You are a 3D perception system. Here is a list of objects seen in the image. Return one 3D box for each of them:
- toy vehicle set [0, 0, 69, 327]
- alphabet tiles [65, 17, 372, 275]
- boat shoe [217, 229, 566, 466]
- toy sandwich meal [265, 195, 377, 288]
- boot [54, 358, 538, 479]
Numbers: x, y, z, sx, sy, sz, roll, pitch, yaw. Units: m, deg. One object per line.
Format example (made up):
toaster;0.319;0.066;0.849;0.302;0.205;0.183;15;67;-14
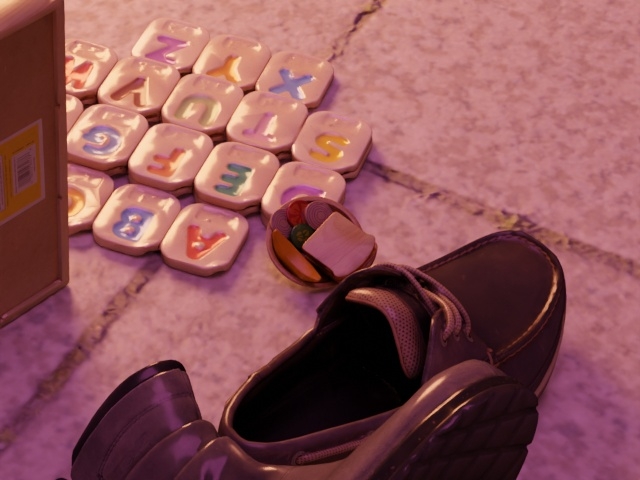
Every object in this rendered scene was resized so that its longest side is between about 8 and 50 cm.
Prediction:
toy vehicle set;-0.245;-0.034;1.344;0.035;0.267;0.166;35;50;27
alphabet tiles;-0.108;-0.086;1.590;0.284;0.021;0.278;17;45;11
boat shoe;0.058;0.088;1.341;0.132;0.130;0.355;30;49;24
toy sandwich meal;0.000;0.000;1.487;0.085;0.029;0.086;5;65;-10
boot;-0.045;0.143;1.158;0.118;0.338;0.223;23;24;-51
